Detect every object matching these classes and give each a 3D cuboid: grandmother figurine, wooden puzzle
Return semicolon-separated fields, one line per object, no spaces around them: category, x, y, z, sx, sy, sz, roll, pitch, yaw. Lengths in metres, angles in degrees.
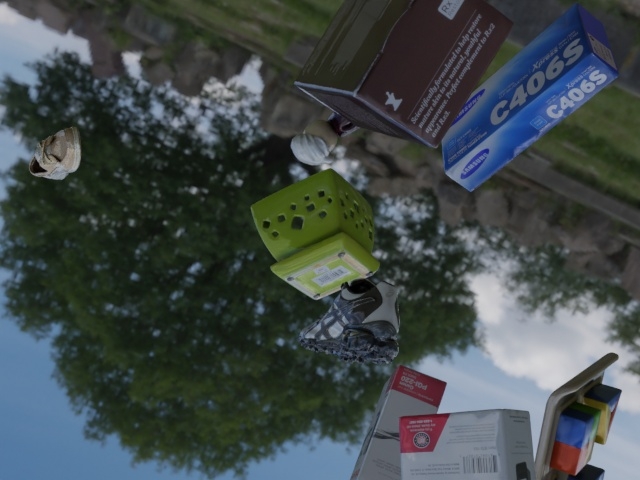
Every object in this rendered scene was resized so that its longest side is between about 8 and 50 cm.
grandmother figurine;0.085;-0.274;1.833;0.104;0.342;0.208;51;180;11
wooden puzzle;0.442;0.385;1.590;0.080;0.348;0.322;19;-166;28

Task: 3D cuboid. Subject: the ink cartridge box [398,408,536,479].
ink cartridge box;0.135;0.232;0.826;0.109;0.150;0.063;-12;163;34

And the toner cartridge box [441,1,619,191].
toner cartridge box;0.367;-0.256;1.661;0.075;0.348;0.165;32;-142;-24

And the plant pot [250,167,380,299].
plant pot;0.000;0.000;2.121;0.227;0.228;0.207;39;-149;-53

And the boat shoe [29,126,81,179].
boat shoe;-0.422;-0.133;1.444;0.059;0.063;0.170;-4;166;-30

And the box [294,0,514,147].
box;0.099;-0.258;1.285;0.143;0.191;0.381;31;-176;-15

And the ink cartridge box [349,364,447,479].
ink cartridge box;0.126;0.340;1.549;0.092;0.218;0.158;20;158;2

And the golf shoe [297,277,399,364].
golf shoe;0.039;0.093;1.060;0.077;0.094;0.198;20;166;-24
